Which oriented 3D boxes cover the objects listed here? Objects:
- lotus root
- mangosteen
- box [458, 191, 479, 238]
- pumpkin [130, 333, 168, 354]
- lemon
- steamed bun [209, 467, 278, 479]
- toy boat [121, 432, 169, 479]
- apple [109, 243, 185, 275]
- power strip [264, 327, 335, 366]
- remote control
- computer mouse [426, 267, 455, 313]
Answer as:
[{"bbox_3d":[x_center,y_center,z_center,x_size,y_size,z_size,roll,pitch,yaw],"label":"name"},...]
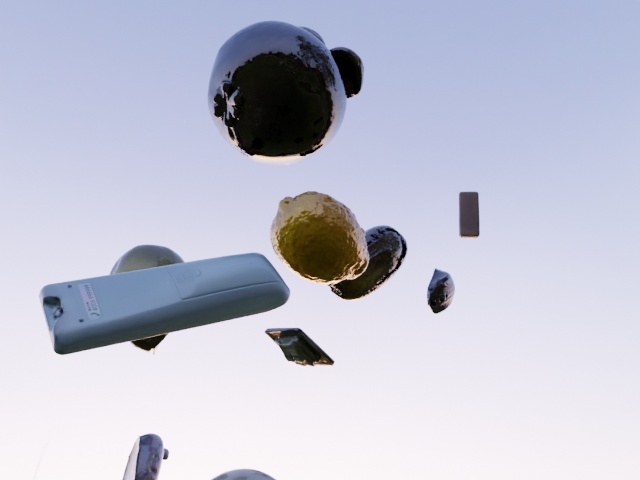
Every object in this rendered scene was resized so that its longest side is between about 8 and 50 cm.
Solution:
[{"bbox_3d":[0.168,0.070,1.816,0.179,0.397,0.196,-22,-79,54],"label":"lotus root"},{"bbox_3d":[-0.086,-0.394,1.395,0.435,0.382,0.382,-27,-24,-42],"label":"mangosteen"},{"bbox_3d":[0.348,-0.060,1.221,0.048,0.115,0.025,-1,-21,13],"label":"box"},{"bbox_3d":[-0.455,0.193,1.412,0.139,0.317,0.222,41,-91,-12],"label":"pumpkin"},{"bbox_3d":[0.000,0.000,0.848,0.187,0.142,0.142,37,-54,-18],"label":"lemon"},{"bbox_3d":[-0.164,0.560,1.014,0.232,0.231,0.145,20,-14,-22],"label":"steamed bun"},{"bbox_3d":[-0.409,0.566,1.203,0.085,0.227,0.155,19,-34,-21],"label":"toy boat"},{"bbox_3d":[-0.623,0.140,1.896,0.295,0.257,0.233,-1,-35,-11],"label":"apple"},{"bbox_3d":[-0.082,0.385,1.791,0.198,0.064,0.213,-15,-56,47],"label":"power strip"},{"bbox_3d":[-0.180,0.063,0.649,0.293,0.103,0.051,-10,-48,-34],"label":"remote control"},{"bbox_3d":[0.324,0.136,1.383,0.057,0.172,0.099,2,-70,25],"label":"computer mouse"}]
